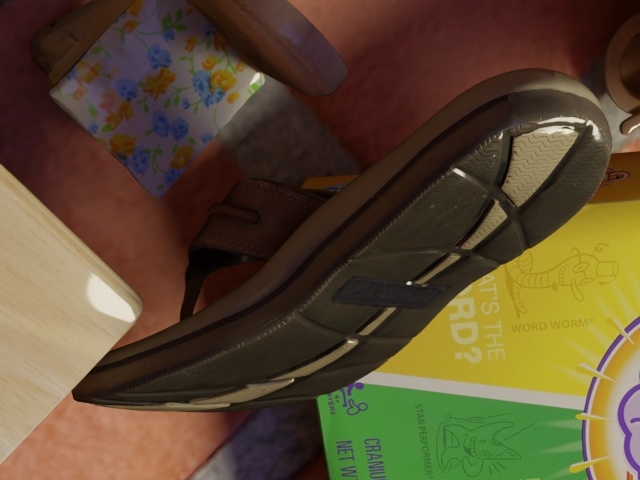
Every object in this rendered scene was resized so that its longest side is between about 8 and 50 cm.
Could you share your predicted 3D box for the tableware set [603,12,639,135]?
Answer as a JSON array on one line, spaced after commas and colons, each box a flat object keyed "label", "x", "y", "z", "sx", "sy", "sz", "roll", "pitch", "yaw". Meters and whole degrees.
[{"label": "tableware set", "x": 0.187, "y": -0.139, "z": 0.912, "sx": 0.141, "sy": 0.020, "sz": 0.168, "roll": -27, "pitch": 116, "yaw": -16}]

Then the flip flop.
[{"label": "flip flop", "x": 0.000, "y": 0.000, "z": 0.758, "sx": 0.112, "sy": 0.080, "sz": 0.277, "roll": 8, "pitch": 143, "yaw": -45}]

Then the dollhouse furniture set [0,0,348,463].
[{"label": "dollhouse furniture set", "x": -0.218, "y": -0.045, "z": 0.611, "sx": 0.362, "sy": 0.256, "sz": 0.394, "roll": -47, "pitch": 120, "yaw": -5}]

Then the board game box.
[{"label": "board game box", "x": 0.159, "y": 0.076, "z": 0.854, "sx": 0.316, "sy": 0.064, "sz": 0.242, "roll": -6, "pitch": 112, "yaw": 11}]
